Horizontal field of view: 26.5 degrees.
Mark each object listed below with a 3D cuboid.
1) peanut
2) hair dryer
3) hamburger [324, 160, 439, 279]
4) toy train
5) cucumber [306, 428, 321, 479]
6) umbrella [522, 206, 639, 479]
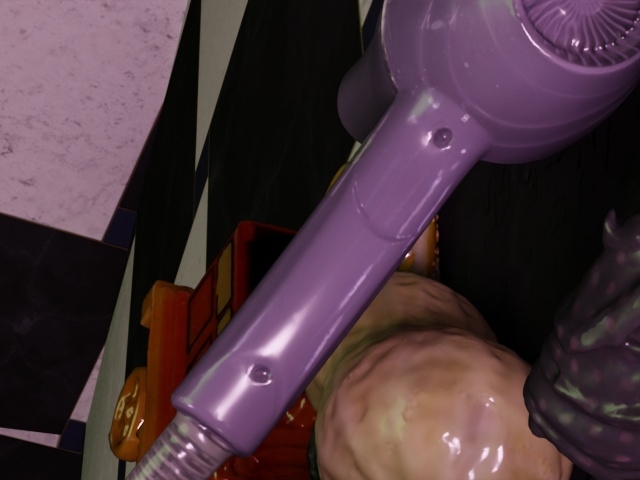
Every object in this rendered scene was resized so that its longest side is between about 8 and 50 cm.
[{"bbox_3d":[0.045,0.085,0.704,0.257,0.123,0.124,-134,55,-74],"label":"peanut"},{"bbox_3d":[0.000,0.000,0.668,0.361,0.121,0.301,-51,8,-12],"label":"hair dryer"},{"bbox_3d":[0.031,0.018,0.891,0.126,0.081,0.141,123,166,-53],"label":"hamburger"},{"bbox_3d":[-0.050,0.145,0.993,0.369,0.163,0.232,-93,26,-43],"label":"toy train"},{"bbox_3d":[0.037,0.160,0.749,0.078,0.062,0.211,-44,19,8],"label":"cucumber"},{"bbox_3d":[0.149,-0.025,0.399,0.094,0.090,0.326,-63,-1,-41],"label":"umbrella"}]
